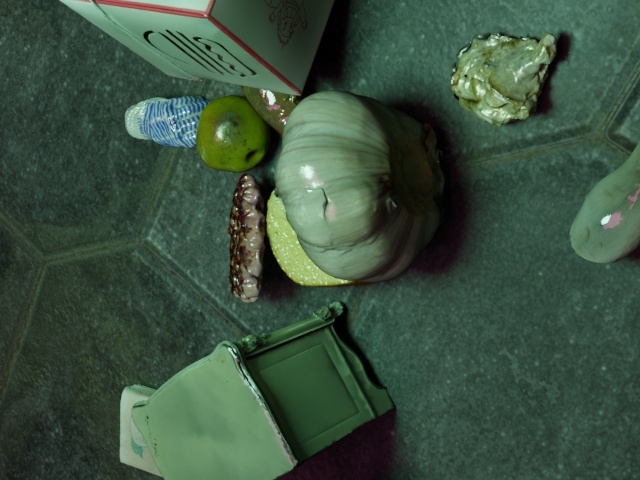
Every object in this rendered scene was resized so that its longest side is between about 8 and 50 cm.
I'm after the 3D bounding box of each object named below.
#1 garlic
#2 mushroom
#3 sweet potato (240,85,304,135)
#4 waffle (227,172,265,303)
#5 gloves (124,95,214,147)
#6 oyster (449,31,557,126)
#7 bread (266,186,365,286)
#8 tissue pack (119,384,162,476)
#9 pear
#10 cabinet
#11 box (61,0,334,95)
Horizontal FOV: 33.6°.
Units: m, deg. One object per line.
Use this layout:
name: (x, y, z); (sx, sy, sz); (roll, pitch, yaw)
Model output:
garlic: (0.055, -0.083, 1.645); (0.241, 0.322, 0.322); (-42, 74, 38)
mushroom: (0.441, -0.069, 1.502); (0.116, 0.093, 0.225); (57, 133, 38)
sweet potato: (-0.062, -0.239, 1.826); (0.109, 0.109, 0.385); (-44, 74, 34)
waffle: (-0.131, -0.004, 1.893); (0.221, 0.055, 0.234); (-176, 85, -78)
gloves: (-0.271, -0.219, 1.997); (0.229, 0.097, 0.119); (-1, 132, 29)
oyster: (0.273, -0.253, 1.597); (0.191, 0.081, 0.163); (-47, 68, 29)
bread: (0.000, 0.010, 1.817); (0.260, 0.129, 0.134); (45, 130, 23)
tissue pack: (-0.267, 0.405, 2.124); (0.325, 0.071, 0.170); (10, 103, 33)
pear: (-0.158, -0.193, 1.876); (0.141, 0.104, 0.141); (-1, 73, 3)
cabinet: (-0.094, 0.285, 1.823); (0.290, 0.318, 0.227); (-37, 79, 36)
box: (-0.168, -0.438, 1.677); (0.300, 0.314, 0.312); (14, 81, 31)
